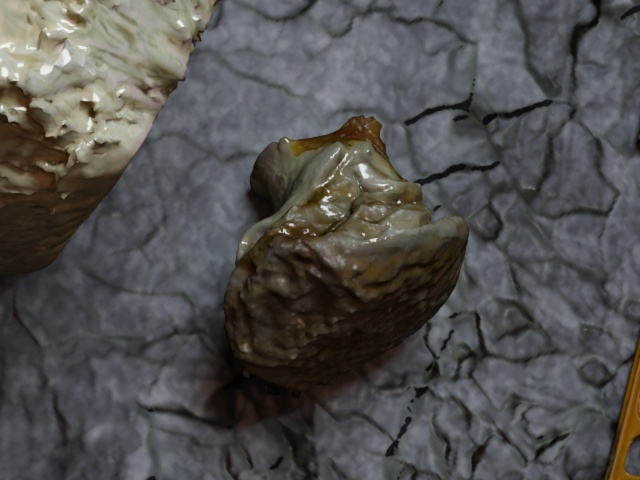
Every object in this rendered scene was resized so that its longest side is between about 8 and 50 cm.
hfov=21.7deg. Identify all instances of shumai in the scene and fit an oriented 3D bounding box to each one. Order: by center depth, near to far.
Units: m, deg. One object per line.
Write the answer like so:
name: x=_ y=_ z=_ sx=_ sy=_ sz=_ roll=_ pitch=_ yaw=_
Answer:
shumai: x=0.002 y=0.000 z=0.851 sx=0.145 sy=0.145 sz=0.116 roll=-27 pitch=70 yaw=-14

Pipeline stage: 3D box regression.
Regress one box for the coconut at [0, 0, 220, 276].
coconut: x=-0.198 y=-0.149 z=0.719 sx=0.309 sy=0.297 sz=0.297 roll=31 pitch=81 yaw=-12

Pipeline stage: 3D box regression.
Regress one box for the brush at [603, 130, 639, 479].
brush: x=0.204 y=0.023 z=0.944 sx=0.090 sy=0.017 sz=0.314 roll=15 pitch=85 yaw=-13
